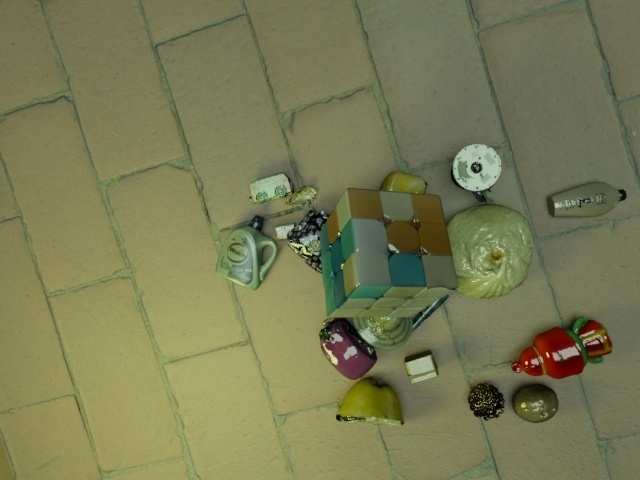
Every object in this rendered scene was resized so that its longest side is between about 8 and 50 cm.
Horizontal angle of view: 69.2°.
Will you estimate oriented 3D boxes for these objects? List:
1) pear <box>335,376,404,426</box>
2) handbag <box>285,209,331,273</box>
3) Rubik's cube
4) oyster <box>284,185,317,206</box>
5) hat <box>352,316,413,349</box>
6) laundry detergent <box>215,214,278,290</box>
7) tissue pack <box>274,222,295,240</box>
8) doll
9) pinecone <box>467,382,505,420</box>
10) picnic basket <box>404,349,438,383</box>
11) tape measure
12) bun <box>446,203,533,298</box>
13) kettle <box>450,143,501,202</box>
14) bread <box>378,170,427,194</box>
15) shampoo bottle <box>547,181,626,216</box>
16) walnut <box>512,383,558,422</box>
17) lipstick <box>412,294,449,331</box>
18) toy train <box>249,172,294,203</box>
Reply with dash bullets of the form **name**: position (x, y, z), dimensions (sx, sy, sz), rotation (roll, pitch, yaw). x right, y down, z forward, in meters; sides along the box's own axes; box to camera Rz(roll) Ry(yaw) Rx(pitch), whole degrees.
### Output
- **pear**: position (0.193, 0.627, 1.809), dimensions (0.267, 0.267, 0.178), rotation (0, 61, 7)
- **handbag**: position (0.000, 0.000, 1.815), dimensions (0.229, 0.127, 0.208), rotation (44, 91, -4)
- **Rubik's cube**: position (0.210, 0.057, 1.580), dimensions (0.347, 0.346, 0.344), rotation (4, 64, -16)
- **oyster**: position (-0.079, -0.180, 1.860), dimensions (0.132, 0.029, 0.086), rotation (-1, 108, -4)
- **hat**: position (0.255, 0.278, 1.745), dimensions (0.252, 0.110, 0.252), rotation (7, 62, -13)
- **laundry detergent**: position (-0.282, 0.038, 1.864), dimensions (0.215, 0.105, 0.280), rotation (27, 94, 6)
- **tissue pack**: position (-0.139, -0.035, 1.876), dimensions (0.083, 0.035, 0.063), rotation (-10, 91, 6)
- **doll**: position (0.882, 0.415, 1.709), dimensions (0.363, 0.160, 0.182), rotation (-22, 97, 8)
- **pinecone**: position (0.636, 0.619, 1.771), dimensions (0.121, 0.140, 0.140), rotation (28, 97, -28)
- **picnic basket**: position (0.385, 0.479, 1.775), dimensions (0.115, 0.164, 0.079), rotation (-21, 81, 7)
- **tape measure**: position (0.101, 0.402, 1.774), dimensions (0.245, 0.231, 0.149), rotation (44, 97, -1)
- **bun**: position (0.611, 0.037, 1.690), dimensions (0.352, 0.227, 0.349), rotation (-37, 86, 6)
- **kettle**: position (0.561, -0.229, 1.675), dimensions (0.160, 0.243, 0.210), rotation (-37, 86, 9)
- **bread**: position (0.296, -0.161, 1.737), dimensions (0.171, 0.197, 0.197), rotation (9, 94, -1)
- **shampoo bottle**: position (0.983, -0.147, 1.707), dimensions (0.257, 0.078, 0.127), rotation (-10, 91, 6)
- **walnut**: position (0.809, 0.613, 1.743), dimensions (0.162, 0.140, 0.140), rotation (-25, 90, -7)
- **lipstick**: position (0.406, 0.287, 1.816), dimensions (0.053, 0.053, 0.234), rotation (40, 98, 3)
- **toy train**: position (-0.201, -0.206, 1.856), dimensions (0.188, 0.072, 0.099), rotation (-15, 92, 7)
